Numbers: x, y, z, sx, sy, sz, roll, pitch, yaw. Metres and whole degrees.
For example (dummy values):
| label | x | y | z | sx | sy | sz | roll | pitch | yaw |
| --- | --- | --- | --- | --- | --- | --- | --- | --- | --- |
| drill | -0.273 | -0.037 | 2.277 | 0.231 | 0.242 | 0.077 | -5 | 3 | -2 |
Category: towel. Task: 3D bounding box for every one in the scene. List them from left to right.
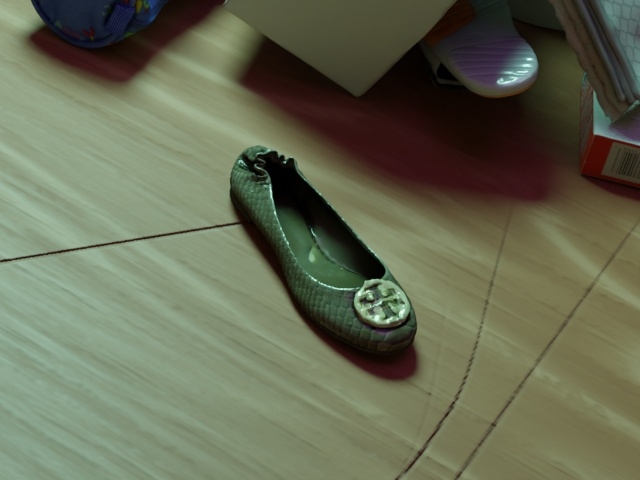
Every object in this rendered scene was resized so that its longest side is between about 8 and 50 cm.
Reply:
| label | x | y | z | sx | sy | sz | roll | pitch | yaw |
| --- | --- | --- | --- | --- | --- | --- | --- | --- | --- |
| towel | 0.301 | -0.328 | 1.711 | 0.317 | 0.053 | 0.332 | -42 | 110 | -42 |

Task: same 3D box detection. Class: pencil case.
| label | x | y | z | sx | sy | sz | roll | pitch | yaw |
| --- | --- | --- | --- | --- | --- | --- | --- | --- | --- |
| pencil case | -0.161 | -0.296 | 1.717 | 0.133 | 0.119 | 0.306 | 36 | 39 | 5 |

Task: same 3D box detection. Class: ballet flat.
| label | x | y | z | sx | sy | sz | roll | pitch | yaw |
| --- | --- | --- | --- | --- | --- | --- | --- | --- | --- |
| ballet flat | 0.000 | 0.000 | 1.449 | 0.084 | 0.058 | 0.250 | -11 | 45 | -31 |

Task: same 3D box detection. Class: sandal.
| label | x | y | z | sx | sy | sz | roll | pitch | yaw |
| --- | --- | --- | --- | --- | --- | --- | --- | --- | --- |
| sandal | 0.152 | -0.176 | 1.716 | 0.102 | 0.076 | 0.265 | -12 | 29 | -2 |

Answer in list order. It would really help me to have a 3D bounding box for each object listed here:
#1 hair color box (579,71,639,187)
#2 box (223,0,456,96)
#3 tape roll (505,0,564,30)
| label | x | y | z | sx | sy | sz | roll | pitch | yaw |
| --- | --- | --- | --- | --- | --- | --- | --- | --- | --- |
| hair color box | 0.308 | -0.120 | 1.726 | 0.093 | 0.053 | 0.167 | 14 | 38 | -1 |
| box | 0.061 | -0.349 | 1.717 | 0.168 | 0.215 | 0.345 | 32 | 42 | -17 |
| tape roll | 0.269 | -0.367 | 1.930 | 0.246 | 0.169 | 0.246 | 10 | 37 | -8 |
